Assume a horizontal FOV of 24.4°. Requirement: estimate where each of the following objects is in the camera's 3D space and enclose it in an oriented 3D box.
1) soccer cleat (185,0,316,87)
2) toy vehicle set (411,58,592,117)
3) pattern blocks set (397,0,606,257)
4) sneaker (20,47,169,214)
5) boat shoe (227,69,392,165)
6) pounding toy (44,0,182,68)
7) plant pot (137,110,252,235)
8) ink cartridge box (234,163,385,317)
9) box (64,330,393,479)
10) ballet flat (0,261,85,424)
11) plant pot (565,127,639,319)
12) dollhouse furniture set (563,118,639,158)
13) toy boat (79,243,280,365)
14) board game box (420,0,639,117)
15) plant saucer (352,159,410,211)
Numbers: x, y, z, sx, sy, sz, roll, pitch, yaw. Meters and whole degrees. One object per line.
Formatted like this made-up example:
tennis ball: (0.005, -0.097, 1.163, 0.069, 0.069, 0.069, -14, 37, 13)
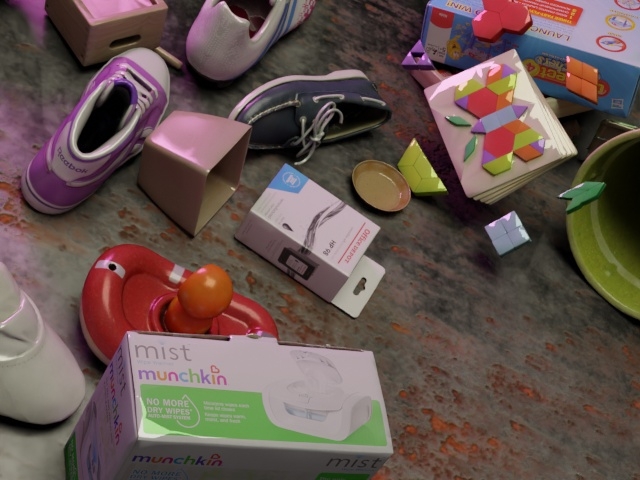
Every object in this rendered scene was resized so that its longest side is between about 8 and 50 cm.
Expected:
soccer cleat: (-0.067, -0.332, 1.973, 0.116, 0.143, 0.331, 32, 46, -2)
toy vehicle set: (0.283, -0.230, 2.096, 0.267, 0.035, 0.166, -15, 45, -27)
pattern blocks set: (0.231, -0.154, 1.939, 0.325, 0.285, 0.026, 53, 5, 21)
sneaker: (-0.228, -0.156, 1.729, 0.102, 0.161, 0.282, 36, 47, -10)
boat shoe: (-0.012, -0.155, 1.901, 0.254, 0.095, 0.079, -15, 51, -46)
pounding toy: (-0.256, -0.280, 1.877, 0.141, 0.100, 0.130, -19, 60, -31)
plant pot: (-0.156, -0.092, 1.768, 0.096, 0.109, 0.109, 28, 45, 11)
ink cartridge box: (0.000, 0.000, 1.802, 0.180, 0.060, 0.104, 34, 46, 0)
box: (-0.097, 0.205, 1.472, 0.262, 0.231, 0.126, 8, 52, -24)
ballet flat: (-0.401, 0.037, 1.510, 0.400, 0.139, 0.139, 37, 46, 3)
plant pot: (0.506, -0.056, 2.006, 0.276, 0.276, 0.254, 43, 36, 9)
dollhouse furniture set: (0.379, -0.163, 2.118, 0.152, 0.076, 0.058, 17, 43, -1)
toy boat: (-0.142, 0.078, 1.601, 0.231, 0.151, 0.151, 26, 46, -8)
board game box: (0.332, -0.326, 2.125, 0.308, 0.086, 0.302, 19, 40, 12)
plant saucer: (0.077, -0.068, 1.928, 0.083, 0.015, 0.083, 15, 49, -17)
